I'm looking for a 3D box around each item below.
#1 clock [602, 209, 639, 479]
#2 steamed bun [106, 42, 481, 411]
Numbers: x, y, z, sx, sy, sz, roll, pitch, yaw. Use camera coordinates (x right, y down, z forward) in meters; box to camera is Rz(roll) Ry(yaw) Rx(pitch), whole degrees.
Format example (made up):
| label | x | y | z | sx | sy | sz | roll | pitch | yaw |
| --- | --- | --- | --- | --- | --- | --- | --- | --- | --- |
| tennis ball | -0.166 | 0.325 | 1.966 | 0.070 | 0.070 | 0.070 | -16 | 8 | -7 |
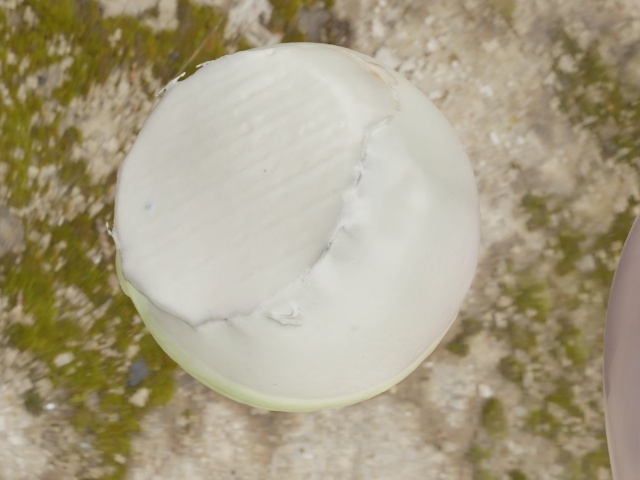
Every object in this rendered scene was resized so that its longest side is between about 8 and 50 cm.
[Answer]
| label | x | y | z | sx | sy | sz | roll | pitch | yaw |
| --- | --- | --- | --- | --- | --- | --- | --- | --- | --- |
| clock | 0.247 | 0.085 | 0.451 | 0.377 | 0.250 | 0.368 | 37 | 49 | -20 |
| steamed bun | 0.000 | 0.000 | 1.174 | 0.309 | 0.309 | 0.309 | 2 | 82 | -15 |
